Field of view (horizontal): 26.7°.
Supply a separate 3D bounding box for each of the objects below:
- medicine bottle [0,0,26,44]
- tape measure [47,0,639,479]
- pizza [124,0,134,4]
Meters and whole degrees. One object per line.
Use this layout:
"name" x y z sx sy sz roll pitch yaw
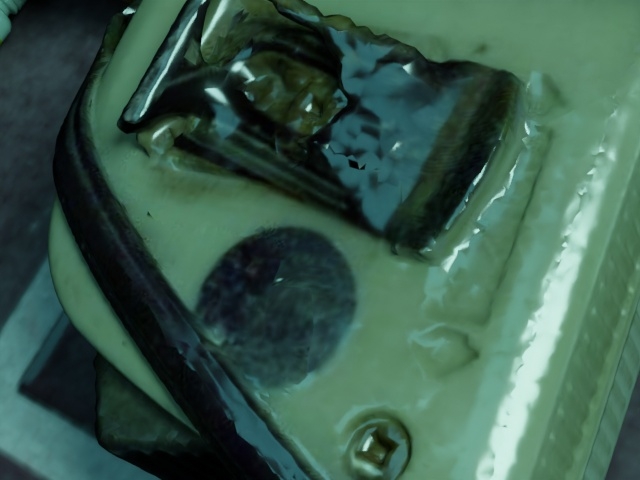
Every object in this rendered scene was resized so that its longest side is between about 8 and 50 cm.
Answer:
"medicine bottle" -0.178 -0.103 0.651 0.047 0.047 0.083 33 81 32
"tape measure" 0.000 0.000 0.479 0.231 0.133 0.271 12 74 27
"pizza" -0.136 -0.181 0.645 0.069 0.154 0.194 -52 29 17
